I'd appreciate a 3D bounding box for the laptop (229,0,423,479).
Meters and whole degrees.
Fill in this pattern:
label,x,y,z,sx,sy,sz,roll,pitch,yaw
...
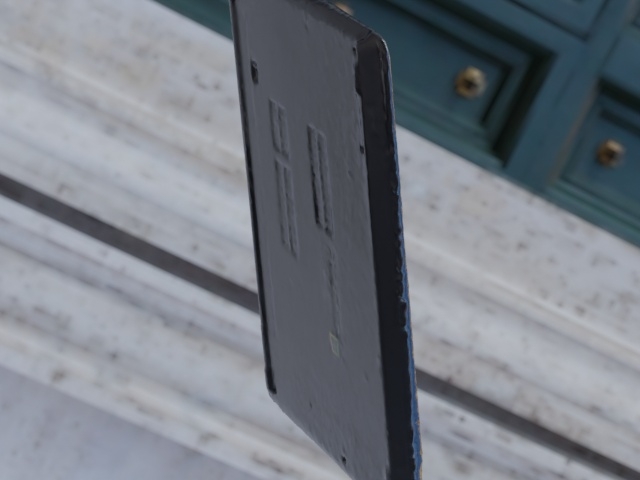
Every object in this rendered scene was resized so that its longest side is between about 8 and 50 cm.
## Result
label,x,y,z,sx,sy,sz,roll,pitch,yaw
laptop,0.000,0.000,0.685,0.135,0.016,0.197,-140,-141,-58
